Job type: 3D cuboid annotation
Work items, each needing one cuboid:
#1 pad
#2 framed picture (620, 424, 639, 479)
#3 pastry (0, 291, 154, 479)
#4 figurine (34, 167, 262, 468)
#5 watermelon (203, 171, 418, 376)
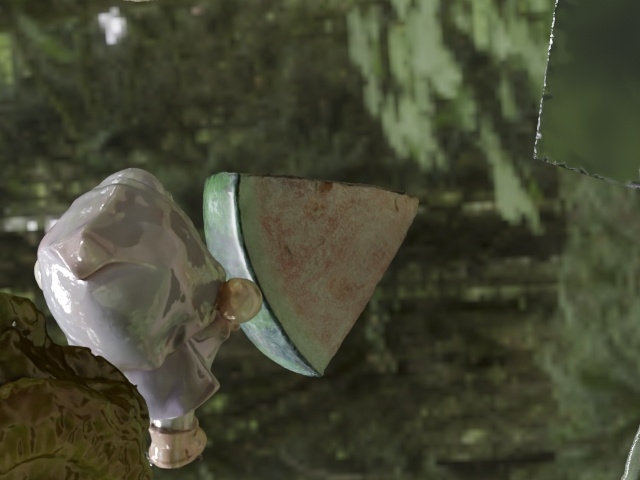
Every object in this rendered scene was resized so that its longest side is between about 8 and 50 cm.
[{"bbox_3d":[0.326,-0.216,1.736,0.007,0.248,0.367,-21,-57,-47],"label":"pad"},{"bbox_3d":[0.357,0.260,1.343,0.028,0.326,0.446,-13,-57,-55],"label":"framed picture"},{"bbox_3d":[-0.226,0.186,1.342,0.132,0.235,0.240,44,179,43],"label":"pastry"},{"bbox_3d":[-0.145,0.064,1.492,0.276,0.200,0.133,76,-151,-45],"label":"figurine"},{"bbox_3d":[-0.025,0.036,2.439,0.283,0.293,0.250,-145,64,-77],"label":"watermelon"}]
